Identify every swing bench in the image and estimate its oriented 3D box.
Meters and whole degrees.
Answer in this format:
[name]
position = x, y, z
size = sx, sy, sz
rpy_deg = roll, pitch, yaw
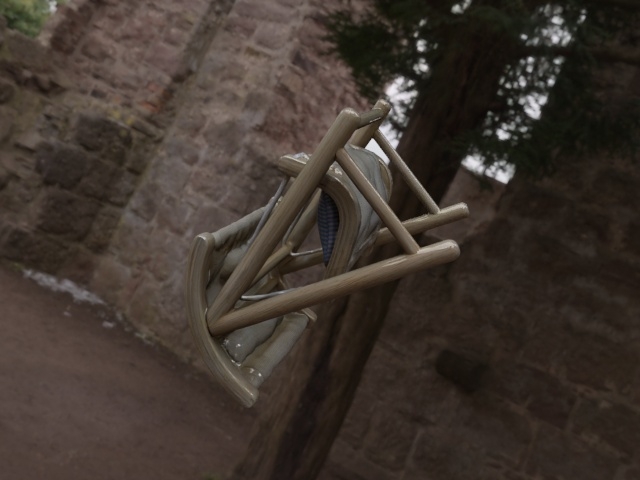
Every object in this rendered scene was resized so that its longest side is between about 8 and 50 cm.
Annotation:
[swing bench]
position = 0.000, 0.000, 0.765
size = 0.165, 0.254, 0.253
rpy_deg = 52, 16, -2
